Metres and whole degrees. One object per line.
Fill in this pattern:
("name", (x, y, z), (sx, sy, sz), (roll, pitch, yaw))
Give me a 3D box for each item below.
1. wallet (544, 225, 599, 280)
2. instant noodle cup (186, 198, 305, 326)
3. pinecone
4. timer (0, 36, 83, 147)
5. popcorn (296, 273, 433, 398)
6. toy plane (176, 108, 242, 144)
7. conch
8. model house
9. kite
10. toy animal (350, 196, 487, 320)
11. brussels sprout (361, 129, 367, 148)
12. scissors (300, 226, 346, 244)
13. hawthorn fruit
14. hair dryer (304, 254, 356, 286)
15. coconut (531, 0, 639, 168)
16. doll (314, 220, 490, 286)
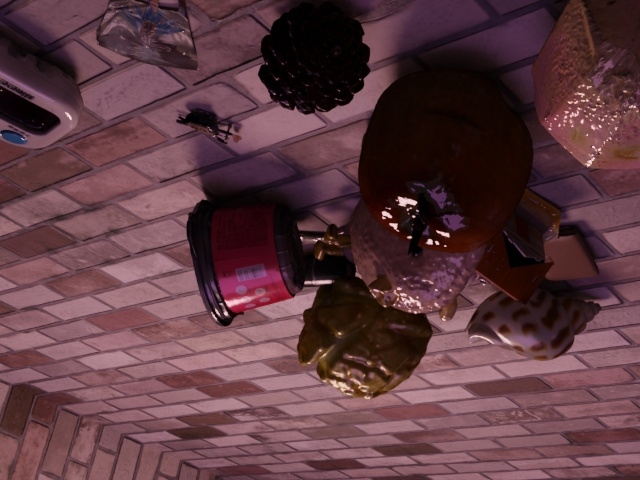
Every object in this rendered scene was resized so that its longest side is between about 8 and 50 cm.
("wallet", (0.469, 0.026, 2.011), (0.118, 0.038, 0.152), (-7, 144, 28))
("instant noodle cup", (-0.134, 0.032, 2.060), (0.182, 0.258, 0.302), (-10, 162, 10))
("pinecone", (-0.020, -0.263, 1.535), (0.163, 0.163, 0.165), (24, 164, -22))
("timer", (-0.554, -0.263, 1.799), (0.262, 0.087, 0.237), (29, 149, -31))
("popcorn", (0.088, 0.190, 2.118), (0.282, 0.247, 0.282), (23, -179, 0))
("toy plane", (-0.197, -0.202, 1.841), (0.121, 0.031, 0.049), (19, 157, -10))
("conch", (0.451, 0.169, 2.175), (0.275, 0.182, 0.148), (10, 112, -11))
("model house", (0.325, 0.013, 1.880), (0.219, 0.136, 0.207), (34, 131, -29))
("kite", (-0.271, -0.359, 1.587), (0.169, 0.015, 0.310), (13, 153, -1))
("toy animal", (0.152, 0.009, 1.845), (0.188, 0.226, 0.358), (8, -167, -26))
("brussels sprout", (0.099, -0.163, 1.783), (0.051, 0.046, 0.083), (8, 154, 20))
("scissors", (0.000, -0.001, 2.156), (0.212, 0.021, 0.110), (3, 148, 11))
("hawthorn fruit", (0.189, -0.102, 1.591), (0.268, 0.300, 0.267), (12, 155, 6))
("hair dryer", (0.037, 0.093, 2.283), (0.124, 0.071, 0.219), (-2, 157, 23))
("coconut", (0.403, -0.214, 1.383), (0.233, 0.233, 0.245), (11, 150, 0))
("doll", (0.177, 0.032, 2.073), (0.365, 0.094, 0.160), (17, 155, -10))
